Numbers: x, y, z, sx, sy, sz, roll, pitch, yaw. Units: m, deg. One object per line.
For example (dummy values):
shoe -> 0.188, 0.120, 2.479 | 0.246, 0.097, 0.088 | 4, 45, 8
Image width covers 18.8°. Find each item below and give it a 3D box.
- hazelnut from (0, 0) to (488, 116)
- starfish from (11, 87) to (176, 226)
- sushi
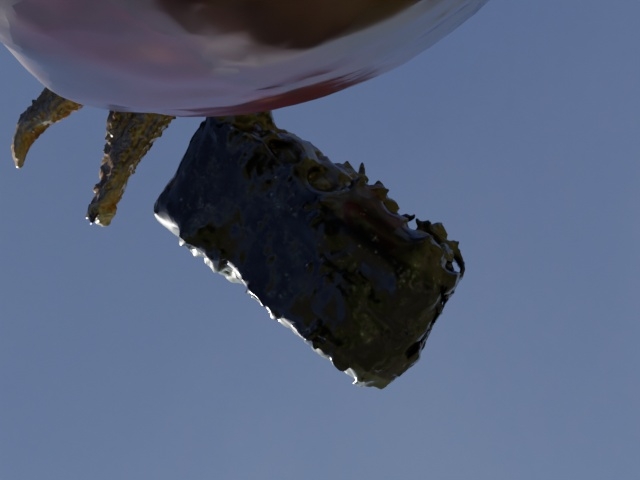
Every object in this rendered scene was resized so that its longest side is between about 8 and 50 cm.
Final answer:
hazelnut -> -0.045, -0.247, 0.752 | 0.429, 0.402, 0.402 | 42, -114, -76
starfish -> -0.095, -0.143, 1.330 | 0.302, 0.299, 0.060 | -54, -39, 8
sushi -> 0.000, 0.000, 1.267 | 0.115, 0.212, 0.147 | -53, -29, 3
